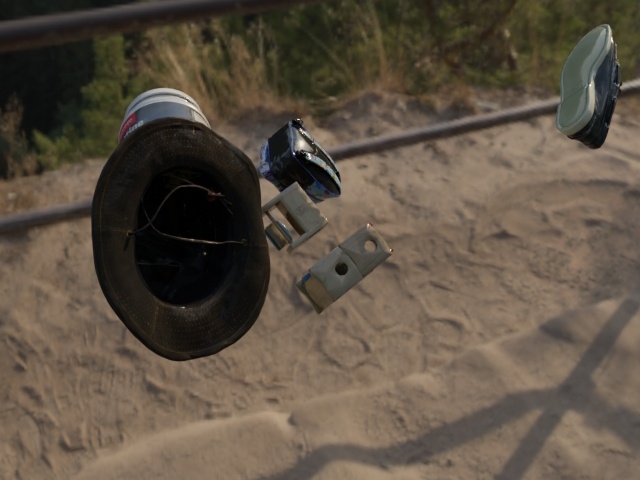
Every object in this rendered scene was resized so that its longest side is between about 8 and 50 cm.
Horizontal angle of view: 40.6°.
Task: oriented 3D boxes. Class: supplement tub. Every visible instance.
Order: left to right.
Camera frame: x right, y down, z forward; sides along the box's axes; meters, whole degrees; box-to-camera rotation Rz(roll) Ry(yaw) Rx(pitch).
[{"bbox_3d":[-0.305,-0.167,1.729,0.191,0.191,0.272,-3,38,-12],"label":"supplement tub"}]

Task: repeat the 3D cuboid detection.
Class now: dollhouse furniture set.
[{"bbox_3d":[0.000,0.000,1.399,0.129,0.129,0.184,-38,86,-18],"label":"dollhouse furniture set"}]

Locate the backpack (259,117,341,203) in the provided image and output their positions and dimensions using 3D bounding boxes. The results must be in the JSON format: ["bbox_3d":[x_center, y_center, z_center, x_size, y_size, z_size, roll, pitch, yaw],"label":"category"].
[{"bbox_3d":[-0.036,-0.152,1.876,0.173,0.117,0.158,41,26,-33],"label":"backpack"}]

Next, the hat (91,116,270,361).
[{"bbox_3d":[-0.218,0.000,1.210,0.134,0.331,0.331,-4,29,41],"label":"hat"}]

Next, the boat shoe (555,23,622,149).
[{"bbox_3d":[0.608,-0.334,1.905,0.113,0.127,0.340,37,48,-20],"label":"boat shoe"}]
